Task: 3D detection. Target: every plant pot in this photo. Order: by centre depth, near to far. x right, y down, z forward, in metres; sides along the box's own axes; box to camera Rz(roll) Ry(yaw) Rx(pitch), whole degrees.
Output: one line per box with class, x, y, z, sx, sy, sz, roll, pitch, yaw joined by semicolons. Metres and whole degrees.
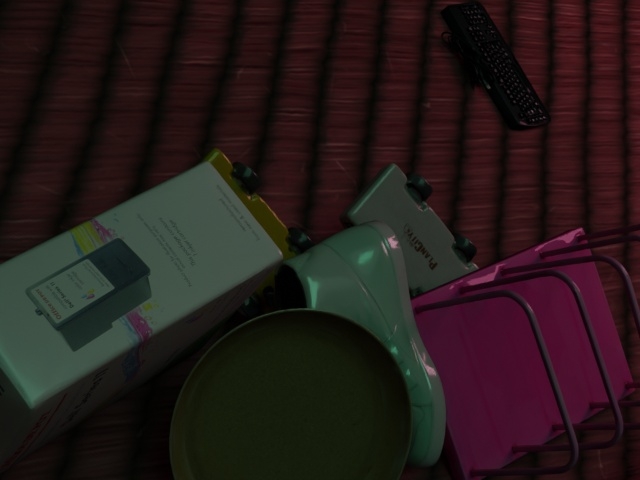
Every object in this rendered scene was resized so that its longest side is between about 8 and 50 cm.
plant pot;-0.028;0.176;1.250;0.236;0.032;0.236;-3;99;-18

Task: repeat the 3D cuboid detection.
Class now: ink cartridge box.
ink cartridge box;-0.224;0.087;1.141;0.353;0.207;0.119;-31;79;-38

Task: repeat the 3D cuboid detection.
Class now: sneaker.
sneaker;0.028;0.121;1.326;0.151;0.094;0.256;-18;94;-34

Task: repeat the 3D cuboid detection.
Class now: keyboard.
keyboard;0.225;-0.228;1.713;0.100;0.038;0.192;-19;73;-37

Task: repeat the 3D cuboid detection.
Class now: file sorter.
file sorter;0.269;0.108;1.409;0.291;0.182;0.202;-20;93;-38

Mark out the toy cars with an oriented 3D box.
toy cars;0.000;0.000;1.404;0.394;0.087;0.176;3;96;-32
